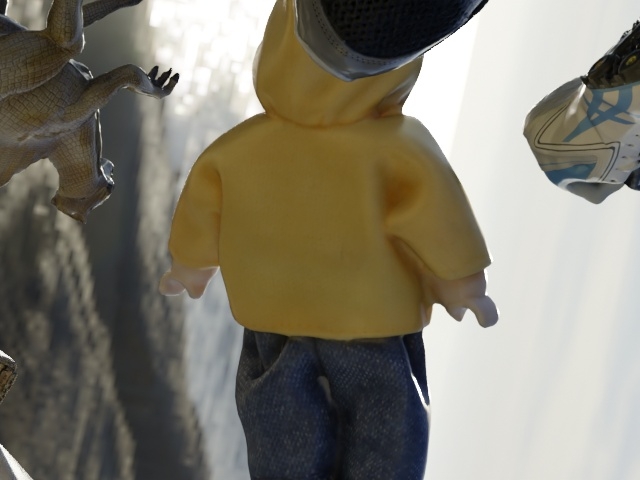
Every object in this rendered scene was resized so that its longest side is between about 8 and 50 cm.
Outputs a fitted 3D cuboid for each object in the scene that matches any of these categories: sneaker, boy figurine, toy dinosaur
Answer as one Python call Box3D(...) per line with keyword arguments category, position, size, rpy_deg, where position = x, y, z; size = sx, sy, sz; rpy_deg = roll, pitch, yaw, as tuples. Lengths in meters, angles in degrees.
Box3D(category="sneaker", position=(0.069, -0.145, 0.701), size=(0.215, 0.084, 0.083), rpy_deg=(-49, -163, 7))
Box3D(category="boy figurine", position=(0.000, 0.000, 0.923), size=(0.092, 0.177, 0.285), rpy_deg=(-3, 91, -64))
Box3D(category="sneaker", position=(0.190, -0.078, 1.135), size=(0.085, 0.086, 0.237), rpy_deg=(-43, 179, -14))
Box3D(category="toy dinosaur", position=(-0.093, -0.055, 0.545), size=(0.092, 0.053, 0.183), rpy_deg=(-53, 143, 2))

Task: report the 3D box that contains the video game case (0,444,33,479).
Box3D(category="video game case", position=(-0.100, 0.215, 1.009), size=(0.201, 0.023, 0.183), rpy_deg=(56, -6, -35))

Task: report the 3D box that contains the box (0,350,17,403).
Box3D(category="box", position=(-0.209, 0.063, 0.626), size=(0.164, 0.201, 0.021), rpy_deg=(-59, 147, 0))
